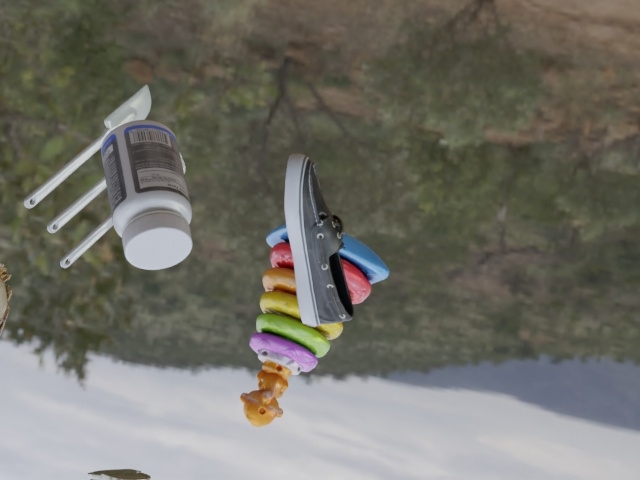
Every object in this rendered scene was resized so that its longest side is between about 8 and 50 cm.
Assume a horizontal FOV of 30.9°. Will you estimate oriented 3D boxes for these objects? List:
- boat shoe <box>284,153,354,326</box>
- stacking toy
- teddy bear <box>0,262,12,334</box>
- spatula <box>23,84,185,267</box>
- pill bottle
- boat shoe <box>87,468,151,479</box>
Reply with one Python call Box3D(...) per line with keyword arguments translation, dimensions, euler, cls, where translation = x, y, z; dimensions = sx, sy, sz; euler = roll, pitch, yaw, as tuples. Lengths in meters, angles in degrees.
Box3D(translation=(0.000, 0.000, 0.882), dimensions=(0.040, 0.142, 0.049), euler=(-2, -155, 11), cls="boat shoe")
Box3D(translation=(-0.039, 0.135, 1.706), dimensions=(0.175, 0.301, 0.166), euler=(26, 163, -13), cls="stacking toy")
Box3D(translation=(-0.434, 0.137, 1.312), dimensions=(0.113, 0.245, 0.338), euler=(23, 166, -11), cls="teddy bear")
Box3D(translation=(-0.291, -0.079, 1.594), dimensions=(0.019, 0.242, 0.168), euler=(23, 147, 34), cls="spatula")
Box3D(translation=(-0.169, -0.044, 1.136), dimensions=(0.078, 0.137, 0.078), euler=(-11, 145, -8), cls="pill bottle")
Box3D(translation=(-0.301, 0.379, 1.719), dimensions=(0.084, 0.079, 0.233), euler=(0, 175, -17), cls="boat shoe")
